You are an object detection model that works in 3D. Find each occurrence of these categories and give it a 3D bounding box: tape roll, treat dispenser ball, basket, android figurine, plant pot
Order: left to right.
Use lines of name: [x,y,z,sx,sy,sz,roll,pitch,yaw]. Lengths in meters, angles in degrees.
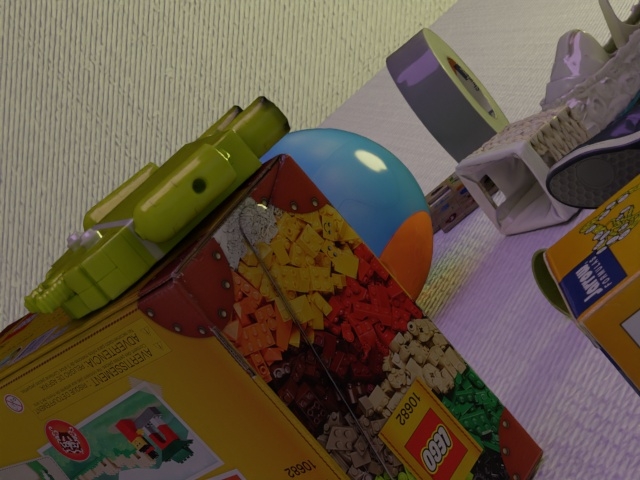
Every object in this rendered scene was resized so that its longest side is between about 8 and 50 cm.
android figurine: [-0.150,-0.025,1.560,0.273,0.056,0.248,-41,11,-14]
treat dispenser ball: [0.000,0.000,2.243,0.288,0.288,0.288,-39,12,10]
tape roll: [0.188,-0.195,2.490,0.072,0.219,0.219,-38,12,14]
basket: [0.264,-0.087,2.163,0.103,0.113,0.167,-41,11,-22]
plant pot: [0.275,0.025,1.817,0.079,0.083,0.083,-33,8,-24]

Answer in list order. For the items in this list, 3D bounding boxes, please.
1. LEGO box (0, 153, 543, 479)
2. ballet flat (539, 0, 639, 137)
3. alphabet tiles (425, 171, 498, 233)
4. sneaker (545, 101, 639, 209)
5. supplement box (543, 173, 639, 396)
LEGO box: [-0.107,0.193,1.669,0.500,0.372,0.193,-28,17,45]
ballet flat: [0.392,-0.258,2.328,0.409,0.147,0.147,-45,12,-14]
alphabet tiles: [0.210,-0.075,2.546,0.198,0.009,0.237,-40,12,6]
sneaker: [0.366,-0.130,2.013,0.226,0.086,0.163,-24,29,27]
supplement box: [0.371,-0.007,1.304,0.356,0.194,0.195,-39,12,9]
